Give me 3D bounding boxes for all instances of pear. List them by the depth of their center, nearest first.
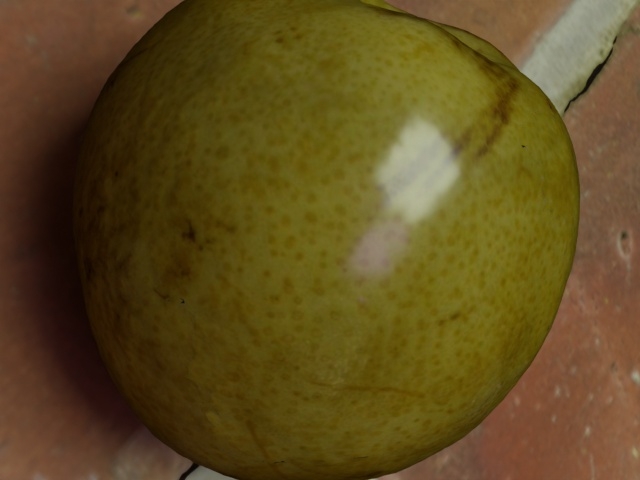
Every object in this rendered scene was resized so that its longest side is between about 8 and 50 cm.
[{"bbox_3d":[0.000,0.000,0.508,0.209,0.209,0.209,13,70,-40],"label":"pear"}]
